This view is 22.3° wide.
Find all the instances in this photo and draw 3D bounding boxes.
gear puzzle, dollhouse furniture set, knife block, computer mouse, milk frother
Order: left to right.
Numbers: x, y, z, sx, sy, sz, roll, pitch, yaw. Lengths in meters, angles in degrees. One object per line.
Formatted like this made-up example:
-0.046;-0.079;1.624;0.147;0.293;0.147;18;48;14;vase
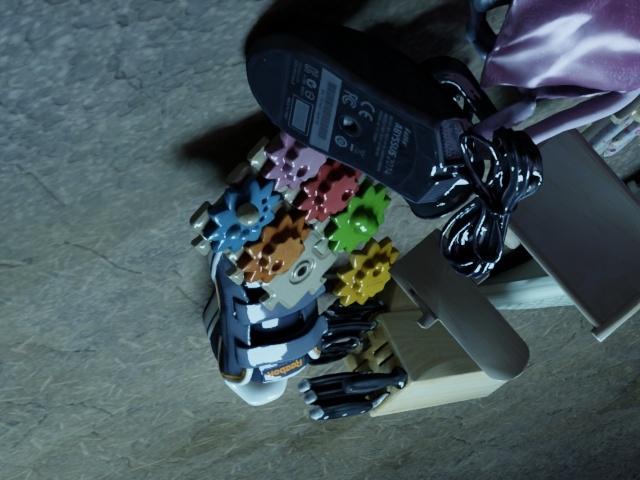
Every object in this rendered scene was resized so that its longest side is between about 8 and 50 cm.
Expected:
0.000;0.000;1.617;0.175;0.044;0.339;-48;149;-1;gear puzzle
0.063;-0.099;1.366;0.072;0.272;0.188;-50;168;-33;computer mouse
0.101;0.159;1.926;0.275;0.242;0.088;36;132;-13;knife block
0.086;-0.118;1.513;0.129;0.143;0.135;-43;122;0;milk frother
0.241;0.003;1.606;0.303;0.174;0.355;-41;174;4;dollhouse furniture set

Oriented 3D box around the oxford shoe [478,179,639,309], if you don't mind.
0.387;-0.004;2.035;0.449;0.130;0.169;-21;169;36;oxford shoe

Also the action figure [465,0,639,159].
0.303;-0.173;1.300;0.370;0.276;0.248;5;-161;4;action figure

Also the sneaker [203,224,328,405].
-0.053;0.072;1.758;0.126;0.127;0.321;-16;156;-14;sneaker
